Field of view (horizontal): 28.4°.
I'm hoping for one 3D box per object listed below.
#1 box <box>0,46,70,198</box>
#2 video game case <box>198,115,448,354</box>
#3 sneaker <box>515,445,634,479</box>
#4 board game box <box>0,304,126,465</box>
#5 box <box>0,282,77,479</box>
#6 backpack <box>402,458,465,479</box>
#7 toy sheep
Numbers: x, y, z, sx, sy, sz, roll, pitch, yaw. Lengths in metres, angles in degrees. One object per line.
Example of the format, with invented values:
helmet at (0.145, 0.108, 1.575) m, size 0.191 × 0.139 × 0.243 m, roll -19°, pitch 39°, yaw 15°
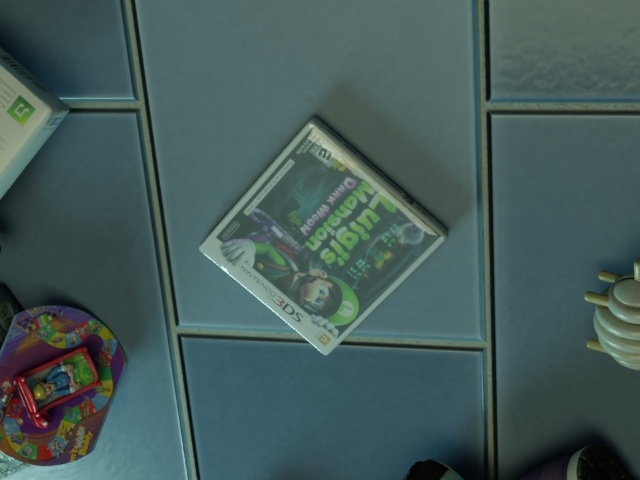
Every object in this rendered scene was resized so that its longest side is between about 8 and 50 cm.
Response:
box at (-0.429, -0.080, 1.231) m, size 0.232 × 0.058 × 0.322 m, roll 42°, pitch 100°, yaw 4°
video game case at (0.000, 0.000, 1.242) m, size 0.173 × 0.022 × 0.190 m, roll 40°, pitch 118°, yaw -6°
sneaker at (0.303, 0.335, 1.294) m, size 0.124 × 0.107 × 0.283 m, roll -29°, pitch 101°, yaw 40°
board game box at (-0.274, 0.153, 1.317) m, size 0.133 × 0.033 × 0.169 m, roll 25°, pitch 79°, yaw -23°
box at (-0.361, 0.161, 1.380) m, size 0.147 × 0.077 × 0.180 m, roll -28°, pitch 105°, yaw 24°
backpack at (0.135, 0.338, 1.272) m, size 0.188 × 0.144 × 0.166 m, roll 32°, pitch 135°, yaw 10°
toy sheep at (0.292, 0.070, 1.165) m, size 0.091 × 0.091 × 0.132 m, roll -2°, pitch 133°, yaw 15°
